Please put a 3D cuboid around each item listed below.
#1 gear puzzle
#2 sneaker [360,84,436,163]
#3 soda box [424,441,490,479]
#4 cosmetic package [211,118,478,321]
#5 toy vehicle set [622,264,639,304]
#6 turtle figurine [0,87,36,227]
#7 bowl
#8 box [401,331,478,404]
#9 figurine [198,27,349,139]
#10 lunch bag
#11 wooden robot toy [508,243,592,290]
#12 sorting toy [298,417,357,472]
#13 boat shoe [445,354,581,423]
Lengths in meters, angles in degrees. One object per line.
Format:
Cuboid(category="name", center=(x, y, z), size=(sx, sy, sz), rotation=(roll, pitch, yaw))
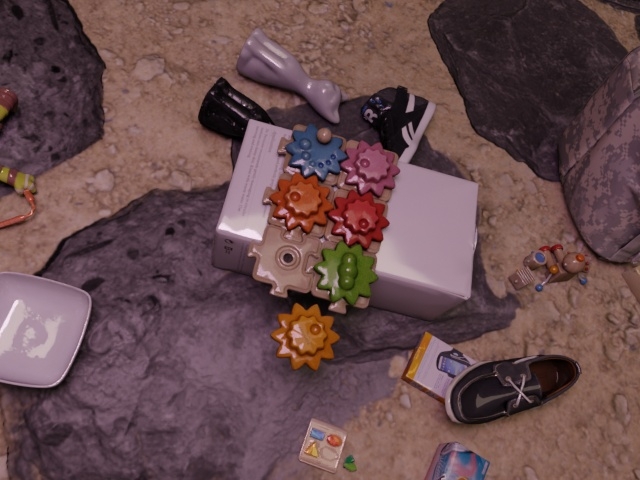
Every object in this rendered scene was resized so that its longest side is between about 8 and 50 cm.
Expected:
Cuboid(category="gear puzzle", center=(0.000, 0.000, 0.743), size=(0.176, 0.044, 0.338), rotation=(16, 70, -6))
Cuboid(category="sneaker", center=(0.115, -0.189, 1.006), size=(0.121, 0.079, 0.216), rotation=(27, 55, 3))
Cuboid(category="soda box", center=(0.162, 0.371, 0.772), size=(0.058, 0.063, 0.183), rotation=(31, 64, 1))
Cuboid(category="cosmetic package", center=(0.038, -0.023, 0.866), size=(0.366, 0.155, 0.196), rotation=(17, 65, -7))
Cuboid(category="toy vehicle set", center=(0.702, 0.090, 1.039), size=(0.267, 0.035, 0.165), rotation=(-16, 72, -19))
Cuboid(category="turtle figurine", center=(-0.539, -0.136, 0.816), size=(0.270, 0.087, 0.217), rotation=(8, 65, -10))
Cuboid(category="bowl", center=(-0.386, 0.124, 0.758), size=(0.142, 0.053, 0.142), rotation=(15, 63, -6))
Cuboid(category="box", center=(0.201, 0.210, 0.874), size=(0.136, 0.028, 0.081), rotation=(32, 64, -1))
Cuboid(category="figurine", center=(-0.067, -0.236, 0.982), size=(0.210, 0.092, 0.214), rotation=(31, 62, -7))
Cuboid(category="lunch bag", center=(0.558, -0.128, 0.959), size=(0.213, 0.305, 0.255), rotation=(11, 61, -6))
Cuboid(category="wooden robot toy", center=(0.411, 0.036, 0.970), size=(0.174, 0.079, 0.076), rotation=(-7, 69, -16))
Cuboid(category="sorting toy", center=(0.017, 0.293, 0.801), size=(0.083, 0.012, 0.062), rotation=(22, 63, -3))
Cuboid(category="boat shoe", center=(0.285, 0.214, 0.840), size=(0.233, 0.079, 0.083), rotation=(-7, 79, -28))
